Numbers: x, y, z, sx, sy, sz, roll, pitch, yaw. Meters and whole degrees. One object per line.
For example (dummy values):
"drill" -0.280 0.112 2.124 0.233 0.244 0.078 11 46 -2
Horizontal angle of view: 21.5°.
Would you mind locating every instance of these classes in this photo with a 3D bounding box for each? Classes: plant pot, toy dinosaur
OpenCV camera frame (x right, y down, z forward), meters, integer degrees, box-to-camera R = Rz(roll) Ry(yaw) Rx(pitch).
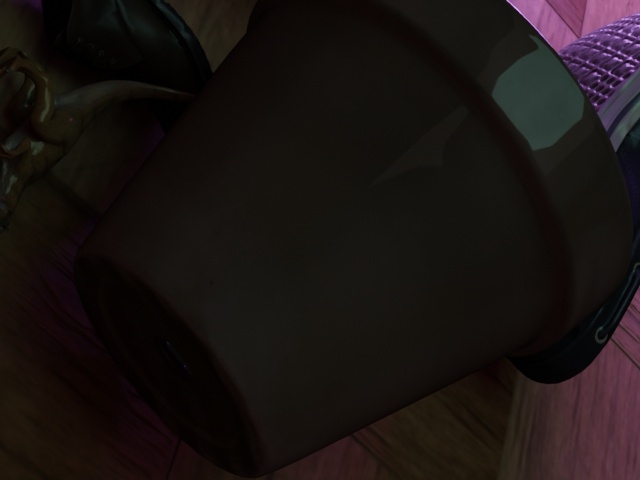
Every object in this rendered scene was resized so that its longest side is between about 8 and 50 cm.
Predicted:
"plant pot" 0.000 0.000 1.134 0.280 0.323 0.323 -39 104 -24
"toy dinosaur" -0.183 -0.083 1.158 0.211 0.064 0.112 -46 118 -34

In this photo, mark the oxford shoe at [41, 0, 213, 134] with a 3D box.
"oxford shoe" -0.153 -0.148 1.225 0.096 0.083 0.227 -42 111 -25

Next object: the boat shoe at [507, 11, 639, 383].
"boat shoe" 0.259 -0.060 1.593 0.156 0.187 0.500 55 43 -23
